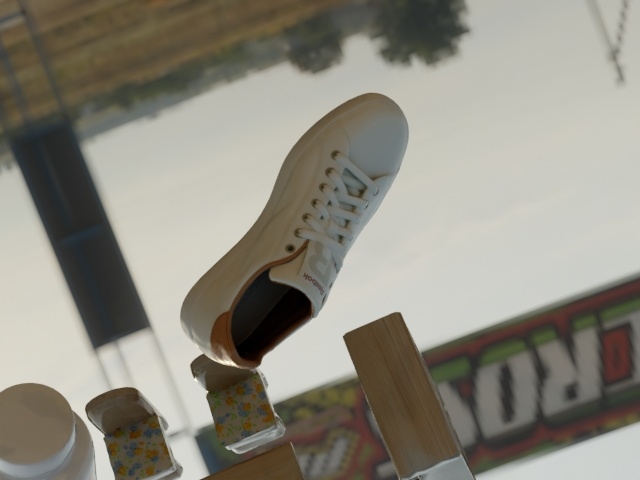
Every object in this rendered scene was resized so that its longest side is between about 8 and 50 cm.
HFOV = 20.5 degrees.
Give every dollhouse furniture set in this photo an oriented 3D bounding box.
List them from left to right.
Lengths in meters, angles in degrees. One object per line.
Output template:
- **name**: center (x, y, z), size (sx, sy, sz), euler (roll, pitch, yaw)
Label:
- **dollhouse furniture set**: center (-0.041, 0.269, 1.935), size (0.394, 0.362, 0.256), euler (-23, 154, 2)

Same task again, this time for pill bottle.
- **pill bottle**: center (-0.355, 0.291, 2.217), size (0.152, 0.152, 0.272), euler (-24, 152, -19)

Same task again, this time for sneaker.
- **sneaker**: center (0.000, 0.000, 1.606), size (0.290, 0.106, 0.123), euler (-54, -149, -2)
